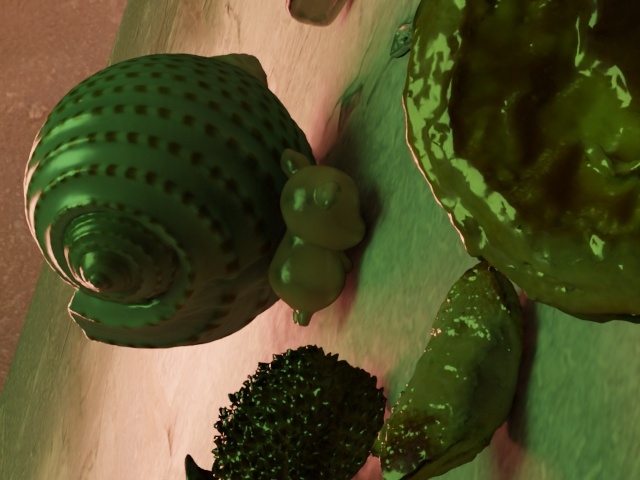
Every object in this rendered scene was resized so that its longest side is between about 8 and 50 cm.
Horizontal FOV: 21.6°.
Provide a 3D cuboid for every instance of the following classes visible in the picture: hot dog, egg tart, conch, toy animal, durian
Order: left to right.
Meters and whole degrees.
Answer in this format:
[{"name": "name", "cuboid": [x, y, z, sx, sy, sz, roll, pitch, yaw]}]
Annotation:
[{"name": "conch", "cuboid": [-0.106, -0.039, 1.538, 0.215, 0.319, 0.303, 19, 139, 42]}, {"name": "durian", "cuboid": [-0.029, 0.136, 1.305, 0.148, 0.091, 0.188, -33, 24, 28]}, {"name": "toy animal", "cuboid": [-0.005, 0.000, 1.435, 0.089, 0.083, 0.150, -7, -75, -60]}, {"name": "hot dog", "cuboid": [0.092, 0.097, 1.070, 0.078, 0.061, 0.169, 8, 61, 43]}, {"name": "egg tart", "cuboid": [0.159, -0.073, 0.801, 0.106, 0.241, 0.241, 28, -109, -63]}]

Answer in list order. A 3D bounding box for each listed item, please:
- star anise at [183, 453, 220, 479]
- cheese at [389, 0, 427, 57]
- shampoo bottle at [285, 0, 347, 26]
[{"name": "star anise", "cuboid": [-0.078, 0.285, 1.399, 0.212, 0.129, 0.283, 47, 127, 47]}, {"name": "cheese", "cuboid": [0.092, -0.174, 1.330, 0.162, 0.036, 0.086, 162, 121, -71]}, {"name": "shampoo bottle", "cuboid": [0.012, -0.366, 1.696, 0.153, 0.071, 0.284, 117, 161, -46]}]
